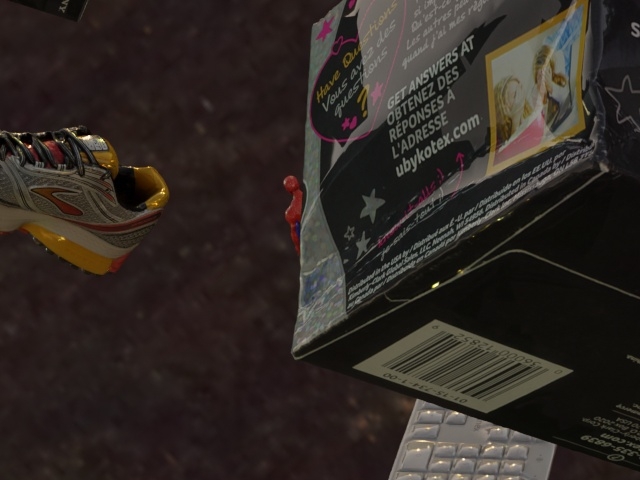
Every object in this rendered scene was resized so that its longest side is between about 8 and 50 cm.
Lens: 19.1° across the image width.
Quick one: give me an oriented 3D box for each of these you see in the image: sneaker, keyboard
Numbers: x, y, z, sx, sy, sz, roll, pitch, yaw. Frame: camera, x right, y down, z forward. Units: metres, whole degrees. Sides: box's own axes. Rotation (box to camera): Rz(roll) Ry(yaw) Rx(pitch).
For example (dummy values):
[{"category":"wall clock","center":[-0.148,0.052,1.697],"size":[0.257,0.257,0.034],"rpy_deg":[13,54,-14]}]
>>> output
[{"category":"sneaker","center":[-0.201,-0.054,1.375],"size":[0.092,0.225,0.088],"rpy_deg":[-42,53,19]},{"category":"keyboard","center":[0.092,0.052,0.931],"size":[0.072,0.014,0.256],"rpy_deg":[5,33,15]}]

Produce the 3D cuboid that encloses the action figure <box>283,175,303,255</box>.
[{"category":"action figure","center":[0.000,0.000,1.423],"size":[0.038,0.115,0.030],"rpy_deg":[-30,27,-6]}]

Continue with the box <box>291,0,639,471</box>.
[{"category":"box","center":[0.135,-0.014,0.645],"size":[0.163,0.247,0.142],"rpy_deg":[-34,43,48]}]

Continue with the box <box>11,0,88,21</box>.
[{"category":"box","center":[-0.182,-0.171,0.899],"size":[0.116,0.162,0.029],"rpy_deg":[-93,27,-46]}]
